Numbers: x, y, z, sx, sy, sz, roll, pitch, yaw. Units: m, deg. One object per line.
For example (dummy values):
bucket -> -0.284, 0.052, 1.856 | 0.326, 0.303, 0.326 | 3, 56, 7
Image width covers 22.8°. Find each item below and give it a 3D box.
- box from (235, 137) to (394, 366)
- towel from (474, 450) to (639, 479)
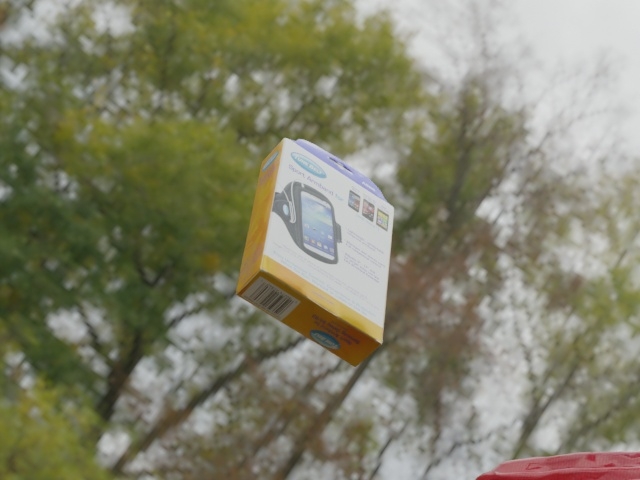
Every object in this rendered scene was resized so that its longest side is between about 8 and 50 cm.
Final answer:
box -> 0.000, 0.000, 0.887 | 0.081, 0.136, 0.028 | 33, -57, -18
towel -> 0.120, 0.181, 0.348 | 0.199, 0.275, 0.031 | -10, -11, 34
